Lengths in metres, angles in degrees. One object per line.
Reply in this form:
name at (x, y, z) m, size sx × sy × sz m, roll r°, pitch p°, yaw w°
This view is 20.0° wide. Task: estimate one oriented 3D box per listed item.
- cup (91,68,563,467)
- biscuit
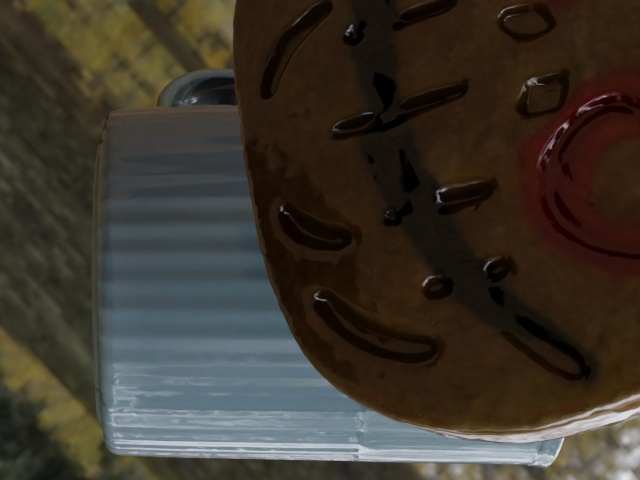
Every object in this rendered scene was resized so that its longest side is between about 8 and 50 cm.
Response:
cup at (0.001, -0.004, 1.274) m, size 0.257 × 0.311 × 0.331 m, roll 100°, pitch -12°, yaw -70°
biscuit at (0.110, -0.087, 0.872) m, size 0.314 × 0.063 × 0.367 m, roll -15°, pitch -117°, yaw 15°
